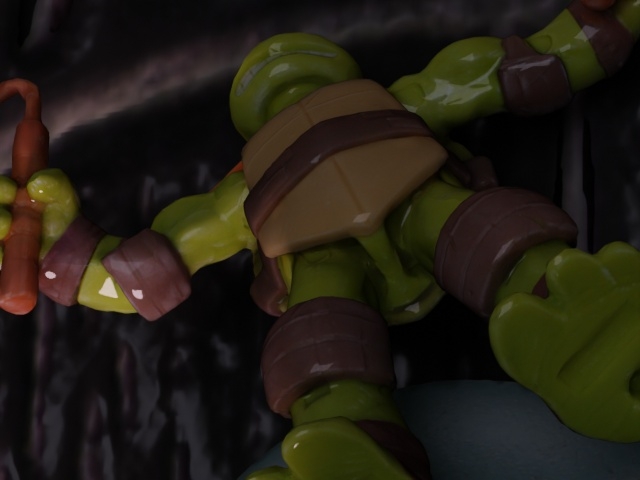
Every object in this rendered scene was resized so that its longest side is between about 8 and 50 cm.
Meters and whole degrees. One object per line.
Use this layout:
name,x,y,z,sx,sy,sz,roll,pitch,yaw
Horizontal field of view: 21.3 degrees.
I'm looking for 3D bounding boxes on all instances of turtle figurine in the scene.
turtle figurine,0.000,0.000,0.465,0.269,0.087,0.217,-22,34,-1

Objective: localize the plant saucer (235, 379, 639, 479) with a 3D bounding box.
plant saucer,0.029,0.126,0.428,0.195,0.037,0.195,-7,71,20
